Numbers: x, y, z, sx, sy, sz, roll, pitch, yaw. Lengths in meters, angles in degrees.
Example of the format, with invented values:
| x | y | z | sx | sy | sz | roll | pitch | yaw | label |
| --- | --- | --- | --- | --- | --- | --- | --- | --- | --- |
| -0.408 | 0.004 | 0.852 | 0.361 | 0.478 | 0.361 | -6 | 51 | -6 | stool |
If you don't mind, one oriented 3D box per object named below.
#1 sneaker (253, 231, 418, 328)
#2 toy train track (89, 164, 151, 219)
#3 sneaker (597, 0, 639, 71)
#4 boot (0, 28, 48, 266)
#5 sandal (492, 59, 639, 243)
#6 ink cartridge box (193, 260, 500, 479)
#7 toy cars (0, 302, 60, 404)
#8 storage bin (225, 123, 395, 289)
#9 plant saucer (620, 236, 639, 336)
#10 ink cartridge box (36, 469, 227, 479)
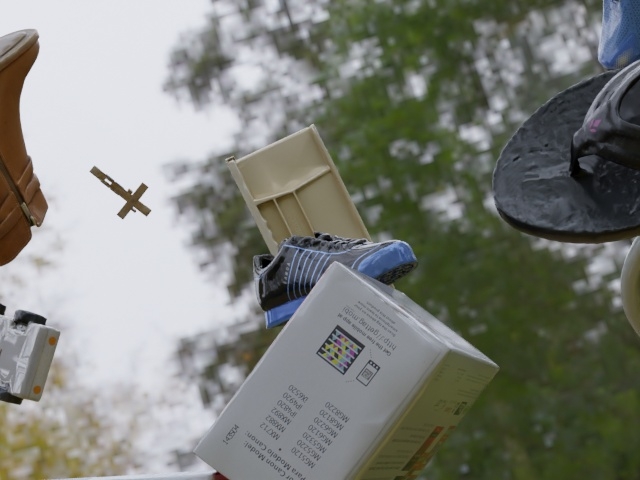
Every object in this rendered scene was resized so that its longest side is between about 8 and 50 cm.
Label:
| x | y | z | sx | sy | sz | roll | pitch | yaw | label |
| --- | --- | --- | --- | --- | --- | --- | --- | --- | --- |
| 0.007 | 0.027 | 2.001 | 0.232 | 0.090 | 0.081 | -24 | -11 | 41 | sneaker |
| -0.228 | -0.057 | 2.062 | 0.048 | 0.083 | 0.014 | -51 | 10 | 2 | toy train track |
| 0.364 | -0.370 | 2.209 | 0.147 | 0.330 | 0.130 | -1 | 13 | -18 | sneaker |
| -0.292 | -0.087 | 1.672 | 0.073 | 0.197 | 0.152 | 1 | -44 | 44 | boot |
| 0.359 | -0.122 | 1.595 | 0.446 | 0.167 | 0.107 | -16 | -34 | 12 | sandal |
| 0.013 | 0.176 | 1.625 | 0.272 | 0.130 | 0.309 | -53 | -15 | 2 | ink cartridge box |
| -0.397 | 0.186 | 2.027 | 0.087 | 0.176 | 0.393 | 21 | -48 | -37 | toy cars |
| 0.000 | 0.000 | 2.365 | 0.123 | 0.260 | 0.262 | -26 | -6 | 1 | storage bin |
| 0.531 | 0.020 | 1.986 | 0.400 | 0.100 | 0.400 | 4 | -39 | 3 | plant saucer |
| -0.181 | 0.319 | 1.592 | 0.223 | 0.224 | 0.045 | -6 | -4 | 18 | ink cartridge box |
